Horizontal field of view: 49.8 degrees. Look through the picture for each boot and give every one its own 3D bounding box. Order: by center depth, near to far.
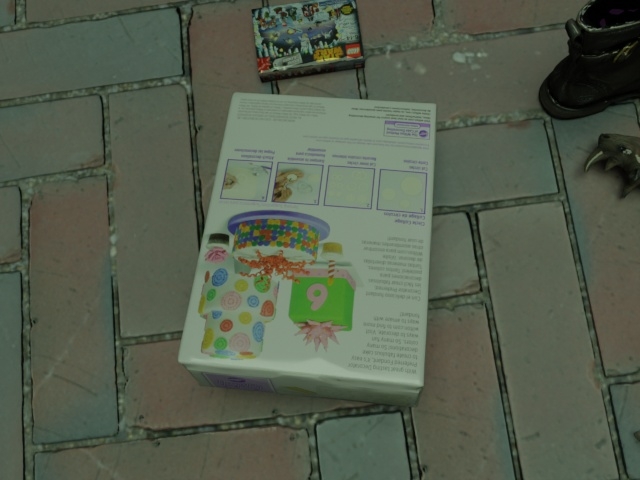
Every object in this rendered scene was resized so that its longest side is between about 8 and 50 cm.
[{"bbox_3d":[0.366,-0.231,0.747,0.263,0.229,0.091,-27,76,-2],"label":"boot"}]

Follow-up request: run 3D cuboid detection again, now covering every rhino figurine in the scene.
[{"bbox_3d":[0.427,-0.109,0.796,0.243,0.073,0.106,-12,73,3],"label":"rhino figurine"}]

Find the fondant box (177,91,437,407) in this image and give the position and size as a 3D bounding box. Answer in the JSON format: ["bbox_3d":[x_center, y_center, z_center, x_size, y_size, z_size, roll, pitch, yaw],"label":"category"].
[{"bbox_3d":[0.000,0.000,0.757,0.238,0.096,0.330,5,63,5],"label":"fondant box"}]

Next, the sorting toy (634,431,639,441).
[{"bbox_3d":[0.390,0.209,0.723,0.083,0.075,0.044,-21,76,0],"label":"sorting toy"}]

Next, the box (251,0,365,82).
[{"bbox_3d":[-0.016,-0.260,0.887,0.137,0.027,0.093,-8,78,2],"label":"box"}]
